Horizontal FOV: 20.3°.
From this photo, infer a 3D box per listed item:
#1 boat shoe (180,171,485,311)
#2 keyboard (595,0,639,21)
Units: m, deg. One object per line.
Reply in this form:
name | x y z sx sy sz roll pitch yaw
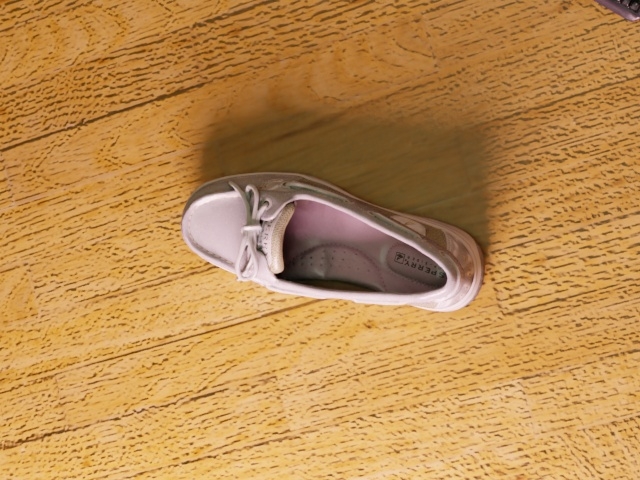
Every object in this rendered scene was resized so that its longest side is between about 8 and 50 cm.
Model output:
boat shoe | 0.001 0.003 1.775 0.320 0.103 0.118 16 96 19
keyboard | 0.255 -0.299 1.723 0.180 0.023 0.108 33 101 16
